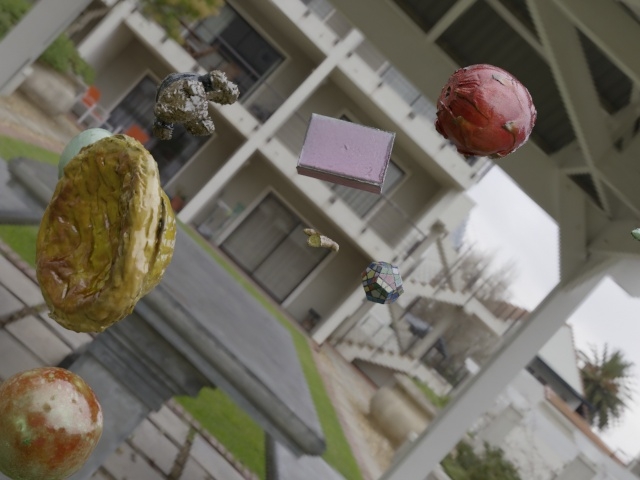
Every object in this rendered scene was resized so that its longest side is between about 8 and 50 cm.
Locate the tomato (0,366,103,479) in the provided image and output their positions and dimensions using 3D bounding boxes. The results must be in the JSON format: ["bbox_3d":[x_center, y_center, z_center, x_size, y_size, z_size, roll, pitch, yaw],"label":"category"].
[{"bbox_3d":[-0.637,0.427,1.940,0.270,0.270,0.222,44,-6,-3],"label":"tomato"}]

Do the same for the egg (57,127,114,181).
[{"bbox_3d":[-0.561,-0.182,2.081,0.149,0.192,0.149,29,11,-6],"label":"egg"}]

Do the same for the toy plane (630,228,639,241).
[{"bbox_3d":[0.676,-0.006,1.764,0.083,0.033,0.080,7,16,-20],"label":"toy plane"}]

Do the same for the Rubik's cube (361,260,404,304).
[{"bbox_3d":[0.151,0.103,2.061,0.111,0.093,0.111,-16,90,-81],"label":"Rubik's cube"}]

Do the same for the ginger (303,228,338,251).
[{"bbox_3d":[-0.001,0.000,2.039,0.097,0.030,0.048,30,36,4],"label":"ginger"}]

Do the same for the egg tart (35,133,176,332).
[{"bbox_3d":[-0.333,-0.008,1.371,0.129,0.341,0.341,14,20,-42],"label":"egg tart"}]

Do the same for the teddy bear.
[{"bbox_3d":[-0.265,-0.275,1.676,0.129,0.182,0.251,36,8,1],"label":"teddy bear"}]

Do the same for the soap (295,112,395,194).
[{"bbox_3d":[0.073,-0.253,2.483,0.259,0.181,0.081,13,-17,3],"label":"soap"}]

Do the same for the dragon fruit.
[{"bbox_3d":[0.409,-0.317,2.102,0.252,0.241,0.241,49,-3,-21],"label":"dragon fruit"}]
